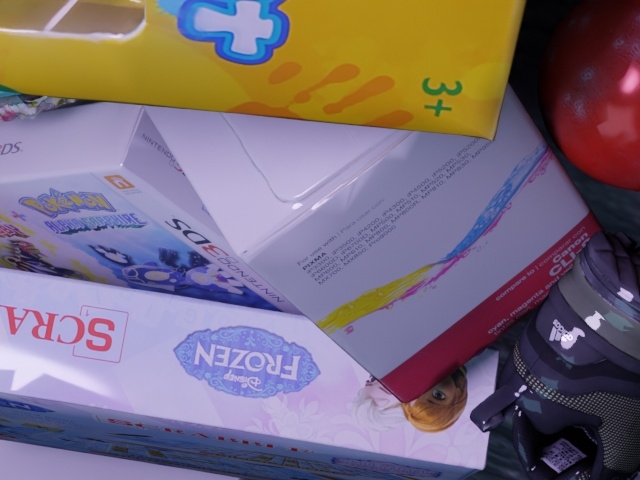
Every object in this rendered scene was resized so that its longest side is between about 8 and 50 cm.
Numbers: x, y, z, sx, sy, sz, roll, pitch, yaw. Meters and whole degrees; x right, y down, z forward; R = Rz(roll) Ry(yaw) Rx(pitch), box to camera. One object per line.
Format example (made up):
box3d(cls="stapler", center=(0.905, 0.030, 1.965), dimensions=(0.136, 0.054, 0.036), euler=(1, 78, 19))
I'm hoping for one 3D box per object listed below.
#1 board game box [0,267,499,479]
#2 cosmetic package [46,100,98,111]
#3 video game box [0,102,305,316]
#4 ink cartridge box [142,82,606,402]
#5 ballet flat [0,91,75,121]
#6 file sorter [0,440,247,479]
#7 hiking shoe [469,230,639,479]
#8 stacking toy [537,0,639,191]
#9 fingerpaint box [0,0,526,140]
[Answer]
box3d(cls="board game box", center=(-0.076, 0.091, 0.925), dimensions=(0.318, 0.066, 0.318), euler=(9, 167, -1))
box3d(cls="cosmetic package", center=(-0.148, -0.091, 0.912), dimensions=(0.060, 0.099, 0.239), euler=(5, 148, -3))
box3d(cls="video game box", center=(-0.104, -0.004, 0.866), dimensions=(0.205, 0.048, 0.187), euler=(-4, 147, 43))
box3d(cls="ink cartridge box", center=(0.023, -0.037, 0.698), dimensions=(0.128, 0.127, 0.176), euler=(56, -173, 34))
box3d(cls="ballet flat", center=(-0.094, -0.104, 0.745), dimensions=(0.241, 0.091, 0.077), euler=(-18, 155, 20))
box3d(cls="file sorter", center=(-0.167, 0.219, 1.214), dimensions=(0.192, 0.278, 0.173), euler=(27, 153, 18))
box3d(cls="hiking shoe", center=(0.144, 0.072, 0.767), dimensions=(0.227, 0.114, 0.086), euler=(34, -163, -53))
box3d(cls="stacking toy", center=(0.227, 0.015, 0.663), dimensions=(0.330, 0.141, 0.141), euler=(44, 151, 2))
box3d(cls="fingerpaint box", center=(-0.102, -0.240, 0.407), dimensions=(0.371, 0.163, 0.445), euler=(5, 141, -2))
